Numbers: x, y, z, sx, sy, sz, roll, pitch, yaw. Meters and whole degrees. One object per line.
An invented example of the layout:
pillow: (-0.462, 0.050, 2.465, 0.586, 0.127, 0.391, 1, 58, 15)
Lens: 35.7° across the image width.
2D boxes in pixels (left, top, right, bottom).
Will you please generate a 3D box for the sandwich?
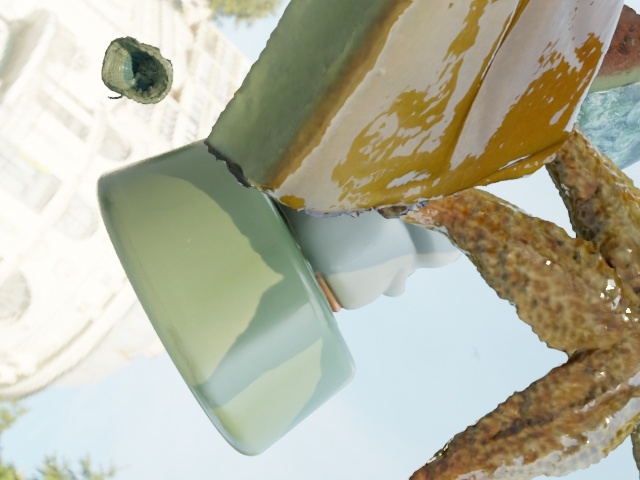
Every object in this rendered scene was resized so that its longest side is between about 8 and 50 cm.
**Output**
sandwich: (0.092, -0.108, 0.446, 0.063, 0.245, 0.212, 49, -56, 21)

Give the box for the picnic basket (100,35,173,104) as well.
picnic basket: (-0.189, -0.175, 1.008, 0.065, 0.083, 0.083, -67, 166, 14)

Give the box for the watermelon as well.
watermelon: (0.391, -0.202, 1.315, 0.148, 0.226, 0.318, -11, 178, 13)

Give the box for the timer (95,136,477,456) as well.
timer: (0.000, 0.000, 0.913, 0.315, 0.290, 0.291, -28, -152, -4)

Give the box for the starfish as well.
starfish: (0.197, 0.066, 0.649, 0.094, 0.327, 0.375, 161, -79, -71)
